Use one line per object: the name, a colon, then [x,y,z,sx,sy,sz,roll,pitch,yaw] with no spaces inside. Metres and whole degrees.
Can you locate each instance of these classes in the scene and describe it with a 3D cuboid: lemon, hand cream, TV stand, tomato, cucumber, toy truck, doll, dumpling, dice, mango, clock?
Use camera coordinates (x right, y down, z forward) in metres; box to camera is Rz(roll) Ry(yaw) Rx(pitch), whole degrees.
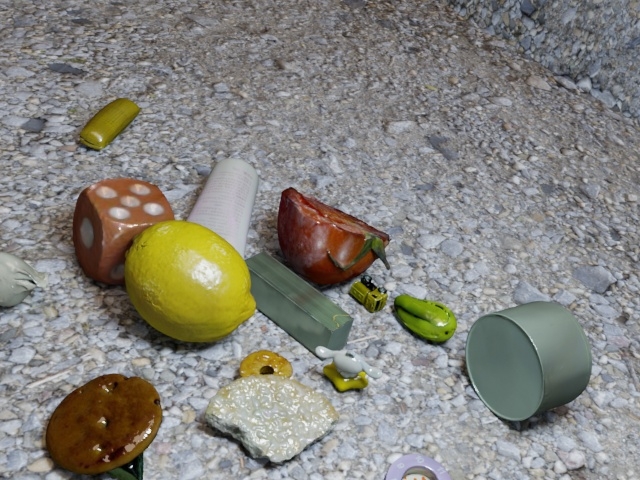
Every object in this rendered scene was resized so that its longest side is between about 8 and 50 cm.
lemon: [-0.268,0.082,1.917,0.263,0.236,0.236,25,35,29]
hand cream: [-0.233,-0.052,2.227,0.185,0.118,0.359,11,42,3]
TV stand: [-0.059,0.137,2.048,0.269,0.088,0.082,36,39,25]
tomato: [0.000,0.006,2.183,0.309,0.170,0.309,25,5,-3]
cucumber: [-0.349,0.344,1.700,0.070,0.046,0.220,0,39,-9]
toy truck: [0.112,0.124,2.169,0.054,0.049,0.083,-22,50,-39]
doll: [0.047,0.254,1.918,0.135,0.113,0.071,34,55,-10]
dumpling: [-0.626,0.073,1.904,0.188,0.108,0.127,6,9,9]
dice: [-0.422,-0.019,2.046,0.179,0.174,0.175,-8,42,-37]
mango: [0.233,0.172,2.137,0.091,0.074,0.165,-27,42,-37]
clock: [0.181,0.484,1.704,0.172,0.064,0.198,-14,46,-36]

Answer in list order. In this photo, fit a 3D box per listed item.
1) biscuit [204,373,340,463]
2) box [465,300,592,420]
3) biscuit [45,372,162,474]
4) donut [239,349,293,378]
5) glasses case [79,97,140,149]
biscuit: [-0.088,0.337,1.787,0.265,0.040,0.188,9,49,-16]
box: [0.432,0.247,1.981,0.149,0.226,0.226,-11,44,-32]
biscuit: [-0.381,0.318,1.670,0.212,0.036,0.212,-6,41,5]
donut: [-0.112,0.267,1.894,0.108,0.043,0.097,-19,49,-38]
glasses case: [-0.546,-0.306,2.465,0.079,0.064,0.234,26,35,1]
